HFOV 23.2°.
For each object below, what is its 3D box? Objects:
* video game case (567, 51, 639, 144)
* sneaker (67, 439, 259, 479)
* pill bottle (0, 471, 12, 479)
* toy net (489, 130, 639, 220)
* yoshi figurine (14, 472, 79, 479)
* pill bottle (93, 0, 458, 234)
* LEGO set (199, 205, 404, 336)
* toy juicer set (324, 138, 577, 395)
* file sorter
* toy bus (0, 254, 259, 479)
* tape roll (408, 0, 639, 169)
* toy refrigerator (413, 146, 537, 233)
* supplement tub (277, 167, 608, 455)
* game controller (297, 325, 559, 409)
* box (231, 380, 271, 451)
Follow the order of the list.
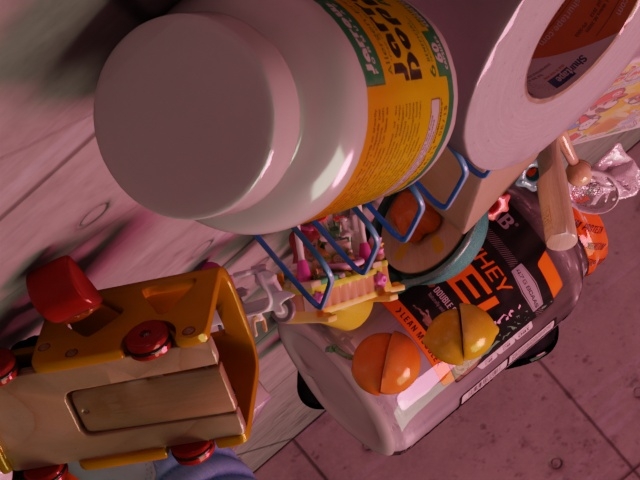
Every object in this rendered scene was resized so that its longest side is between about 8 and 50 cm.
[{"bbox_3d":[0.340,-0.169,1.796,0.227,0.026,0.206,-15,160,-26],"label":"video game case"},{"bbox_3d":[-0.116,0.185,1.260,0.127,0.208,0.319,-44,171,5],"label":"sneaker"},{"bbox_3d":[-0.251,0.163,1.059,0.116,0.065,0.065,-45,170,24],"label":"pill bottle"},{"bbox_3d":[0.233,-0.059,1.594,0.122,0.232,0.045,-67,-155,20],"label":"toy net"},{"bbox_3d":[-0.303,0.319,1.272,0.362,0.203,0.203,-28,149,-46],"label":"yoshi figurine"},{"bbox_3d":[-0.018,-0.065,0.742,0.117,0.117,0.208,-44,170,22],"label":"pill bottle"},{"bbox_3d":[0.000,0.000,1.315,0.132,0.107,0.287,-7,-173,18],"label":"LEGO set"},{"bbox_3d":[0.117,0.006,1.452,0.329,0.209,0.089,-44,131,16],"label":"toy juicer set"},{"bbox_3d":[0.032,-0.048,1.077,0.170,0.104,0.118,-39,171,-14],"label":"file sorter"},{"bbox_3d":[-0.138,0.082,0.984,0.191,0.202,0.104,-54,-164,31],"label":"toy bus"},{"bbox_3d":[0.136,-0.150,0.940,0.219,0.072,0.219,-39,155,-22],"label":"tape roll"},{"bbox_3d":[0.127,-0.094,1.292,0.102,0.094,0.269,-46,172,-6],"label":"toy refrigerator"},{"bbox_3d":[0.138,0.059,1.699,0.338,0.207,0.207,-38,171,-17],"label":"supplement tub"},{"bbox_3d":[0.123,0.116,1.857,0.319,0.067,0.166,-14,-139,11],"label":"game controller"},{"bbox_3d":[-0.130,0.226,1.865,0.067,0.063,0.324,-35,170,-24],"label":"box"}]
